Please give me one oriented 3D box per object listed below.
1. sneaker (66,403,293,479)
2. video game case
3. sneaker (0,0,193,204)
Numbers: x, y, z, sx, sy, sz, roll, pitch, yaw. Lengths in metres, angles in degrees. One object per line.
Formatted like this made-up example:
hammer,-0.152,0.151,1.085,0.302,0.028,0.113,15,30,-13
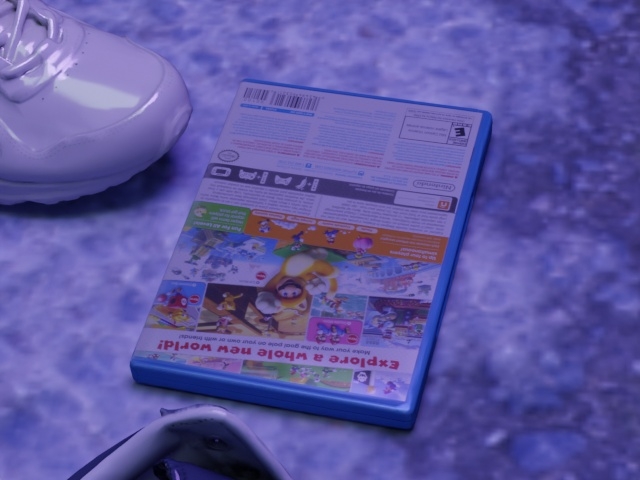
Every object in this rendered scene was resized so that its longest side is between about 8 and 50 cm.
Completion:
sneaker,0.033,0.115,0.543,0.282,0.153,0.099,-11,51,-3
video game case,0.000,0.000,0.732,0.119,0.015,0.166,9,52,12
sneaker,-0.168,-0.092,0.759,0.232,0.115,0.090,15,54,18
